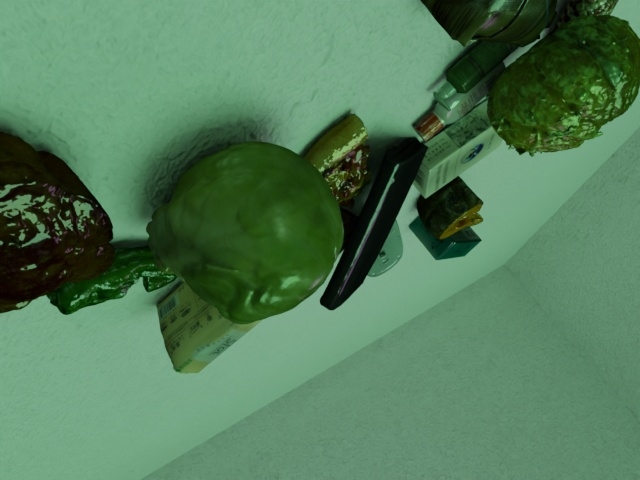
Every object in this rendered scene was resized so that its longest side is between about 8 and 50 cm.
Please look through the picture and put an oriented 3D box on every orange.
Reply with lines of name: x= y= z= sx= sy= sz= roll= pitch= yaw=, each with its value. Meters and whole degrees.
orange: x=0.476 y=-0.291 z=0.984 sx=0.300 sy=0.223 sz=0.301 roll=-41 pitch=178 yaw=19

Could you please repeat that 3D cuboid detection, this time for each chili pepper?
chili pepper: x=-0.335 y=0.054 z=0.870 sx=0.253 sy=0.083 sz=0.099 roll=-15 pitch=152 yaw=-52

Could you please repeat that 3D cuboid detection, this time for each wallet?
wallet: x=0.122 y=-0.036 z=1.195 sx=0.228 sy=0.062 sz=0.406 roll=-34 pitch=151 yaw=-56

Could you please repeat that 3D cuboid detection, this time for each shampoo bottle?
shampoo bottle: x=0.300 y=-0.304 z=1.108 sx=0.221 sy=0.051 sz=0.108 roll=-41 pitch=162 yaw=13
shampoo bottle: x=0.312 y=-0.348 z=1.016 sx=0.204 sy=0.065 sz=0.065 roll=-41 pitch=158 yaw=13

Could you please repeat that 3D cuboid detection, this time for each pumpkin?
pumpkin: x=0.425 y=-0.118 z=1.558 sx=0.280 sy=0.139 sz=0.190 roll=-21 pitch=154 yaw=-36

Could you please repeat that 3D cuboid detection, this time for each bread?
bread: x=-0.376 y=-0.009 z=0.598 sx=0.232 sy=0.135 sz=0.247 roll=-26 pitch=157 yaw=-22

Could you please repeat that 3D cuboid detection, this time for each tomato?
tomato: x=-0.003 y=-0.001 z=1.220 sx=0.225 sy=0.085 sz=0.225 roll=-41 pitch=162 yaw=-16

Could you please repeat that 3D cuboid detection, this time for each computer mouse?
computer mouse: x=0.146 y=-0.001 z=1.441 sx=0.159 sy=0.097 sz=0.288 roll=-33 pitch=144 yaw=-1

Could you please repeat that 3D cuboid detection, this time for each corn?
corn: x=0.558 y=-0.459 z=1.134 sx=0.092 sy=0.092 sz=0.281 roll=-30 pitch=162 yaw=-14

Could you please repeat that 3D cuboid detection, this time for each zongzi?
zongzi: x=0.330 y=-0.441 z=0.767 sx=0.286 sy=0.138 sz=0.300 roll=-18 pitch=151 yaw=-43

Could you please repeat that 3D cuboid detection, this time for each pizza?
pizza: x=0.034 y=-0.122 z=1.047 sx=0.228 sy=0.081 sz=0.290 roll=-5 pitch=141 yaw=-53

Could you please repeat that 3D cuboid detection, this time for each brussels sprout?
brussels sprout: x=-0.106 y=-0.018 z=0.799 sx=0.274 sy=0.316 sz=0.243 roll=-49 pitch=137 yaw=-24

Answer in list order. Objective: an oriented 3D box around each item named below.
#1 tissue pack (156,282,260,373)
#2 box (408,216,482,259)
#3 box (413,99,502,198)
tissue pack: x=-0.229 y=0.144 z=1.063 sx=0.222 sy=0.186 sz=0.090 roll=-40 pitch=145 yaw=13
box: x=0.425 y=-0.023 z=1.726 sx=0.244 sy=0.153 sz=0.092 roll=-3 pitch=141 yaw=-51
box: x=0.351 y=-0.233 z=1.294 sx=0.256 sy=0.069 sz=0.164 roll=-35 pitch=159 yaw=-6
